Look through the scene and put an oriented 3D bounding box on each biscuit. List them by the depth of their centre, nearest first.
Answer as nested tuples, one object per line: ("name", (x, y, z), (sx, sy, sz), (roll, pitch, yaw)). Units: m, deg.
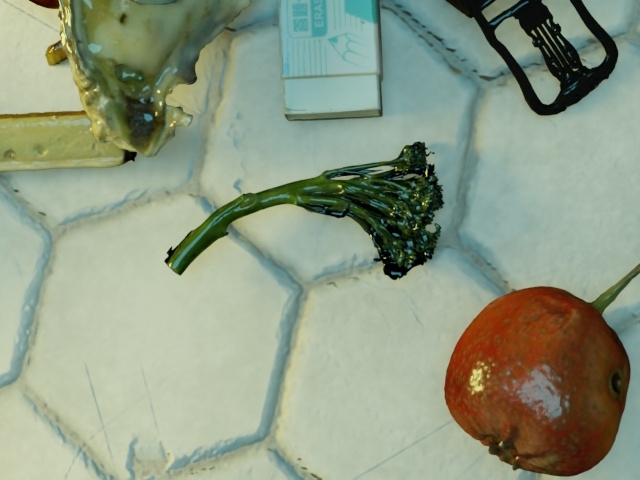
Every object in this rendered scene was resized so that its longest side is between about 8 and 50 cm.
("biscuit", (-0.271, -0.094, 1.550), (0.188, 0.052, 0.056), (-1, 101, 6))

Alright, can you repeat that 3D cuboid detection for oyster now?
("oyster", (-0.159, -0.250, 1.493), (0.271, 0.100, 0.275), (-40, 104, -11))

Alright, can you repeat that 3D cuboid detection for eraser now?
("eraser", (0.008, -0.228, 1.530), (0.096, 0.052, 0.225), (-3, 85, 4))

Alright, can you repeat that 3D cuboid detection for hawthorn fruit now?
("hawthorn fruit", (0.234, 0.074, 1.437), (0.165, 0.165, 0.285), (36, 84, 8))

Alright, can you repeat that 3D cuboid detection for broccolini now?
("broccolini", (-0.009, 0.001, 1.508), (0.272, 0.062, 0.123), (-18, 69, -1))

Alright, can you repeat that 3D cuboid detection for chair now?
("chair", (0.170, -0.235, 1.505), (0.106, 0.113, 0.229), (-36, 120, 2))

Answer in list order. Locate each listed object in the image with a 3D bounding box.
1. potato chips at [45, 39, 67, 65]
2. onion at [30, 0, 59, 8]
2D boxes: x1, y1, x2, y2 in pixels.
("potato chips", (-0.173, -0.214, 1.562), (0.204, 0.026, 0.037), (-19, 97, 4))
("onion", (-0.261, -0.278, 1.537), (0.118, 0.118, 0.117), (-44, 87, 1))
